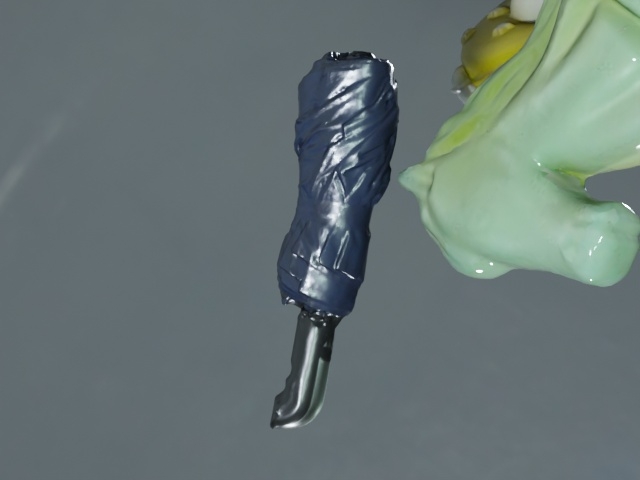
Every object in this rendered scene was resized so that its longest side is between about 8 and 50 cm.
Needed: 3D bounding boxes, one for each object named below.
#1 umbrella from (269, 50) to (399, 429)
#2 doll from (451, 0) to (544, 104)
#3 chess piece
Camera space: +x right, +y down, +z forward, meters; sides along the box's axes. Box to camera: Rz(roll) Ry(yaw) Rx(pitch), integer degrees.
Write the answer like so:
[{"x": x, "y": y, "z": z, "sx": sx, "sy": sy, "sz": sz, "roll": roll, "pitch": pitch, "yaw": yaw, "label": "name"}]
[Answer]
[{"x": 0.008, "y": 0.001, "z": 1.232, "sx": 0.071, "sy": 0.071, "sz": 0.248, "roll": -9, "pitch": 106, "yaw": -77, "label": "umbrella"}, {"x": 0.221, "y": -0.201, "z": 1.678, "sx": 0.252, "sy": 0.111, "sz": 0.237, "roll": -35, "pitch": -177, "yaw": 10, "label": "doll"}, {"x": 0.178, "y": -0.091, "z": 1.210, "sx": 0.298, "sy": 0.176, "sz": 0.176, "roll": -55, "pitch": 171, "yaw": 17, "label": "chess piece"}]
